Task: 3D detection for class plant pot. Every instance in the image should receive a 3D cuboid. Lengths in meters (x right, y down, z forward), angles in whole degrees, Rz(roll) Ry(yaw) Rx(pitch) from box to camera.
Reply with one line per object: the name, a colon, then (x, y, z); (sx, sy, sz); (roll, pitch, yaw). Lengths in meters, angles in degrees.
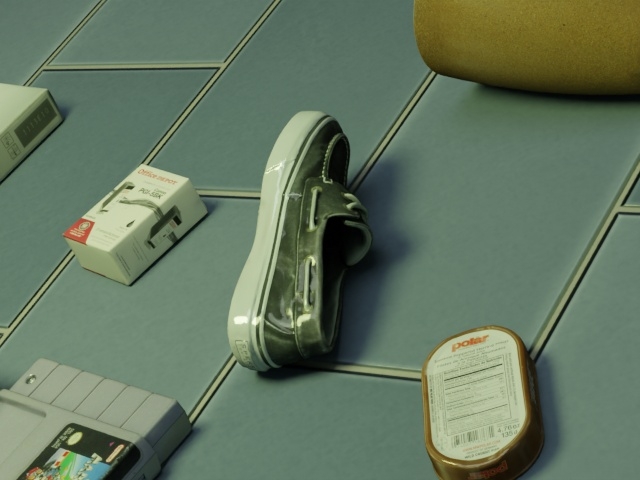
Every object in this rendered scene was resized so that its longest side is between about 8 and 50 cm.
plant pot: (0.271, -0.256, 1.961); (0.254, 0.237, 0.237); (24, 57, 33)

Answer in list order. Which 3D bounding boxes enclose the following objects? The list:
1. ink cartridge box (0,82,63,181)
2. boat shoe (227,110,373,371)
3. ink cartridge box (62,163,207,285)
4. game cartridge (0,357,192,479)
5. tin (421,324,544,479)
ink cartridge box: (-0.512, -0.108, 2.400); (0.239, 0.060, 0.275); (10, 48, 40)
boat shoe: (0.000, 0.000, 1.891); (0.119, 0.121, 0.335); (-2, 51, 19)
ink cartridge box: (-0.214, -0.021, 2.088); (0.099, 0.056, 0.135); (17, 53, 47)
game cartridge: (-0.312, 0.267, 1.772); (0.230, 0.068, 0.355); (7, 46, 45)
tin: (0.146, 0.149, 1.648); (0.106, 0.040, 0.189); (-14, 36, 10)
